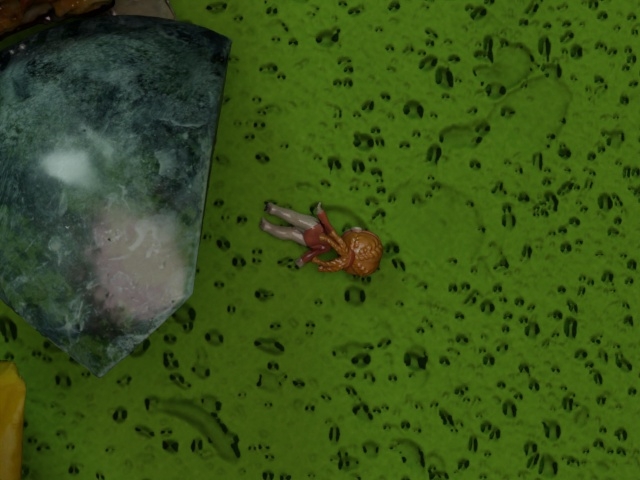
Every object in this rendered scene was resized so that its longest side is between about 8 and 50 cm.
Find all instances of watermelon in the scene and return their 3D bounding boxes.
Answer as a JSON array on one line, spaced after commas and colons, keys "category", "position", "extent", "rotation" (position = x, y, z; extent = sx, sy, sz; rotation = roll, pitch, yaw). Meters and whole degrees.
[{"category": "watermelon", "position": [-0.174, -0.055, 1.370], "extent": [0.320, 0.214, 0.289], "rotation": [30, 73, 31]}]

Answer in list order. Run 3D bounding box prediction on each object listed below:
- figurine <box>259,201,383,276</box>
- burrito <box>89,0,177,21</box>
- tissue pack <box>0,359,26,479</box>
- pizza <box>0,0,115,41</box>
[{"category": "figurine", "position": [0.000, 0.000, 1.440], "extent": [0.109, 0.047, 0.064], "rotation": [21, 117, 0]}, {"category": "burrito", "position": [-0.179, -0.214, 1.411], "extent": [0.063, 0.058, 0.229], "rotation": [-38, 90, -32]}, {"category": "tissue pack", "position": [-0.422, 0.235, 1.261], "extent": [0.381, 0.228, 0.293], "rotation": [1, 88, -24]}, {"category": "pizza", "position": [-0.247, -0.279, 1.338], "extent": [0.277, 0.114, 0.409], "rotation": [34, 88, 26]}]
